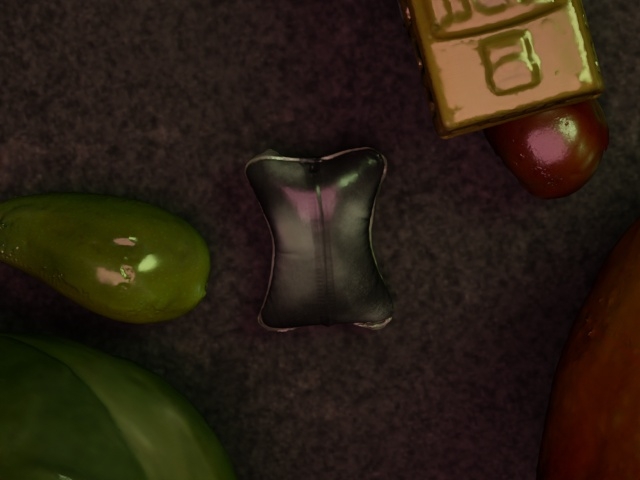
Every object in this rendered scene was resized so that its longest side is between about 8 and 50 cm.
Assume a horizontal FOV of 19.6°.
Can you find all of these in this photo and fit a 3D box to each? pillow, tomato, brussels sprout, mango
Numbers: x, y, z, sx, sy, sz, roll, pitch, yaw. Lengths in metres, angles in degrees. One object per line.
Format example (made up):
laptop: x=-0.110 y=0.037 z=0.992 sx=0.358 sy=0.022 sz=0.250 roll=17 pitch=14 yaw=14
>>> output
pillow: x=0.000 y=0.001 z=1.256 sx=0.091 sy=0.055 sz=0.135 roll=-12 pitch=111 yaw=-24
tomato: x=0.149 y=-0.071 z=1.208 sx=0.075 sy=0.087 sz=0.087 roll=-38 pitch=100 yaw=9
brussels sprout: x=-0.201 y=0.227 z=1.232 sx=0.315 sy=0.276 sz=0.371 roll=-30 pitch=102 yaw=17
mango: x=-0.154 y=0.004 z=1.257 sx=0.165 sy=0.091 sz=0.074 roll=15 pitch=118 yaw=0

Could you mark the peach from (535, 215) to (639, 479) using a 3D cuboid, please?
peach: x=0.307 y=0.117 z=1.124 sx=0.373 sy=0.290 sz=0.372 roll=-16 pitch=118 yaw=-32

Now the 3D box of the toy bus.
toy bus: x=0.079 y=-0.234 z=1.122 sx=0.121 sy=0.123 sz=0.335 roll=-15 pitch=95 yaw=7
